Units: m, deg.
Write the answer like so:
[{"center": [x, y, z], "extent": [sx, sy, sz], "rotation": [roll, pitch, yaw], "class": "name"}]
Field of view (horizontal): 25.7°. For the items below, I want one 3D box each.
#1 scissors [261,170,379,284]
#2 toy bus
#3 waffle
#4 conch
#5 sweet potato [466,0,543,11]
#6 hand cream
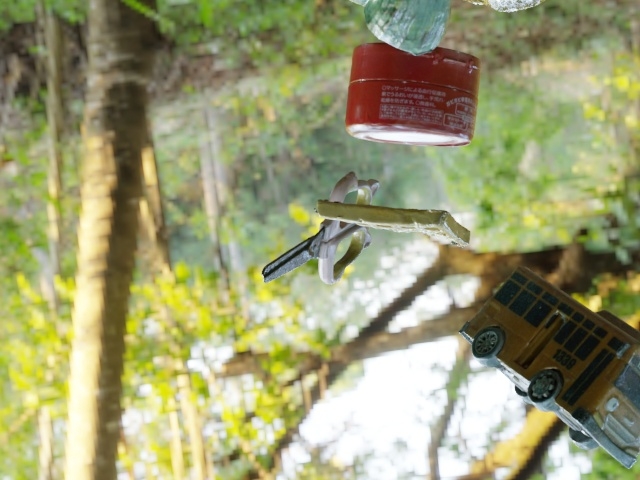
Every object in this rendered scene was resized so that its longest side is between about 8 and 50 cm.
[{"center": [0.000, 0.000, 1.827], "extent": [0.024, 0.160, 0.317], "rotation": [17, -158, 23], "class": "scissors"}, {"center": [0.213, 0.103, 1.183], "extent": [0.103, 0.091, 0.182], "rotation": [-49, -145, -1], "class": "toy bus"}, {"center": [0.079, -0.019, 1.524], "extent": [0.153, 0.023, 0.097], "rotation": [5, 168, 22], "class": "waffle"}, {"center": [0.102, -0.367, 1.968], "extent": [0.188, 0.176, 0.122], "rotation": [25, 177, 18], "class": "conch"}, {"center": [0.079, -0.315, 1.330], "extent": [0.130, 0.130, 0.422], "rotation": [-13, -135, -39], "class": "sweet potato"}, {"center": [0.155, -0.239, 2.343], "extent": [0.230, 0.149, 0.230], "rotation": [4, 176, 0], "class": "hand cream"}]
